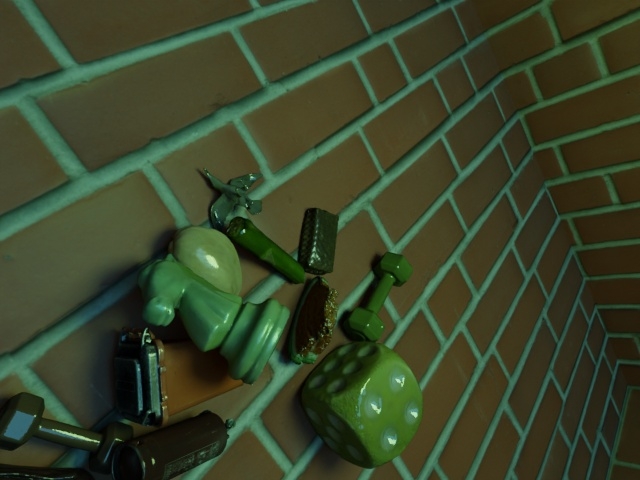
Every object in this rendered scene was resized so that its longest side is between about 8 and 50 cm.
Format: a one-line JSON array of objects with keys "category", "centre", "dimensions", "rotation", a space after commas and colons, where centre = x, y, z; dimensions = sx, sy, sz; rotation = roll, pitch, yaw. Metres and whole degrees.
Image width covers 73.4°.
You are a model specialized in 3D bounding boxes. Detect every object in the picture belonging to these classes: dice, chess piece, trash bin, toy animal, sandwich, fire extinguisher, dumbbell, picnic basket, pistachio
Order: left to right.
[{"category": "dumbbell", "centre": [-0.457, 0.350, 0.772], "dimensions": [0.230, 0.092, 0.082], "rotation": [37, 32, -30]}, {"category": "trash bin", "centre": [-0.288, 0.256, 0.892], "dimensions": [0.238, 0.161, 0.185], "rotation": [-2, 84, -48]}, {"category": "fire extinguisher", "centre": [-0.272, 0.409, 0.858], "dimensions": [0.269, 0.104, 0.105], "rotation": [8, 76, -60]}, {"category": "chess piece", "centre": [-0.222, 0.138, 0.831], "dimensions": [0.298, 0.176, 0.176], "rotation": [30, 62, -4]}, {"category": "pistachio", "centre": [-0.251, 0.053, 0.968], "dimensions": [0.145, 0.117, 0.200], "rotation": [-47, 110, -13]}, {"category": "toy animal", "centre": [-0.213, -0.127, 1.049], "dimensions": [0.155, 0.095, 0.219], "rotation": [53, 52, -32]}, {"category": "sandwich", "centre": [-0.004, 0.204, 1.138], "dimensions": [0.079, 0.159, 0.235], "rotation": [31, 44, -26]}, {"category": "picnic basket", "centre": [0.000, 0.000, 1.233], "dimensions": [0.110, 0.054, 0.194], "rotation": [19, 69, -36]}, {"category": "dice", "centre": [0.112, 0.426, 1.142], "dimensions": [0.238, 0.226, 0.233], "rotation": [-39, 105, -36]}, {"category": "dumbbell", "centre": [0.179, 0.172, 1.316], "dimensions": [0.121, 0.108, 0.302], "rotation": [48, 56, -23]}]

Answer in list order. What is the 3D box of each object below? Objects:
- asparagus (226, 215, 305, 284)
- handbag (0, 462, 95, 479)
[{"category": "asparagus", "centre": [-0.126, 0.031, 1.084], "dimensions": [0.060, 0.067, 0.277], "rotation": [-41, 136, 8]}, {"category": "handbag", "centre": [-0.486, 0.440, 0.693], "dimensions": [0.225, 0.146, 0.136], "rotation": [30, 69, -34]}]
